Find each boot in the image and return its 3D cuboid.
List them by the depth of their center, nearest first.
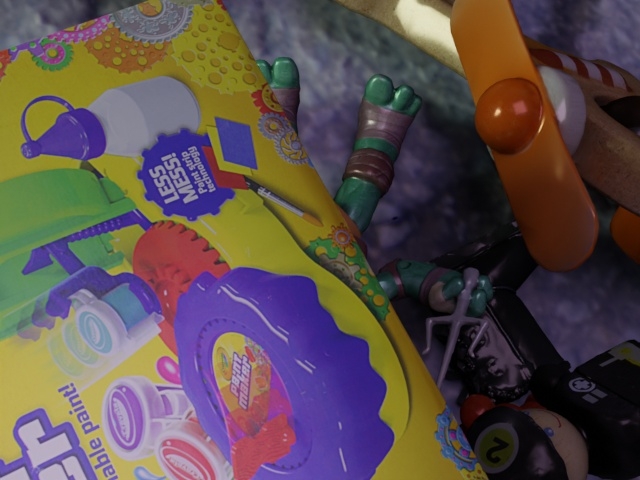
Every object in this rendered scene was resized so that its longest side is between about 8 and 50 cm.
[{"bbox_3d":[0.123,0.043,0.718,0.121,0.045,0.099,-25,75,-14],"label":"boot"}]

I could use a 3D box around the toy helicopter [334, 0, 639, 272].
[{"bbox_3d":[0.122,-0.095,0.702,0.355,0.140,0.235,37,29,22],"label":"toy helicopter"}]

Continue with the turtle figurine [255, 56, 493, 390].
[{"bbox_3d":[0.000,0.000,0.669,0.175,0.118,0.234,20,49,-22],"label":"turtle figurine"}]

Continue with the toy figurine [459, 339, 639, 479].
[{"bbox_3d":[0.134,0.169,0.581,0.148,0.213,0.209,-21,79,-29],"label":"toy figurine"}]

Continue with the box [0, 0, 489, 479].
[{"bbox_3d":[-0.079,0.097,0.524,0.177,0.279,0.290,-24,77,-20],"label":"box"}]
